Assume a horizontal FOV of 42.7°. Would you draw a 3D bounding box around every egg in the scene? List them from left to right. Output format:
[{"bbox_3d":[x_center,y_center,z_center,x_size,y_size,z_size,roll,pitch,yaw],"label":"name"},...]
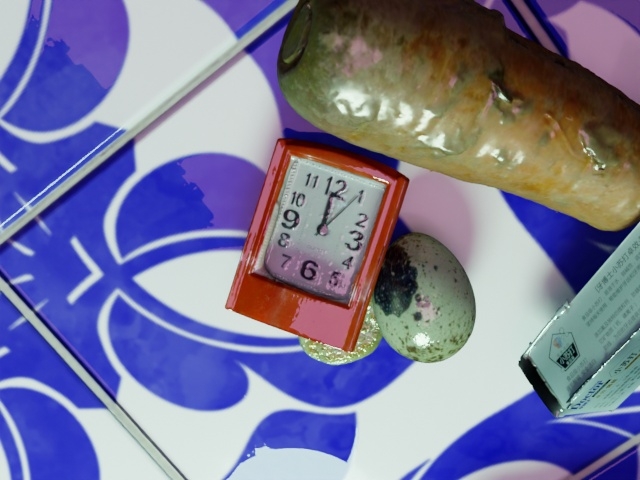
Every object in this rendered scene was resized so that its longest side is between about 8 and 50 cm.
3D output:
[{"bbox_3d":[0.085,0.048,0.682,0.085,0.085,0.110,-12,102,4],"label":"egg"}]

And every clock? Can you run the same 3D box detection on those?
[{"bbox_3d":[0.000,0.000,0.677,0.113,0.061,0.155,19,96,11],"label":"clock"}]

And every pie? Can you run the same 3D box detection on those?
[{"bbox_3d":[0.019,0.071,0.724,0.085,0.017,0.085,0,102,2],"label":"pie"}]

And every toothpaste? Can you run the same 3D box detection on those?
[{"bbox_3d":[0.272,0.017,0.610,0.089,0.071,0.312,1,133,-34],"label":"toothpaste"}]

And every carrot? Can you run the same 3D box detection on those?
[{"bbox_3d":[0.115,-0.104,0.621,0.302,0.138,0.138,25,104,-15],"label":"carrot"}]
